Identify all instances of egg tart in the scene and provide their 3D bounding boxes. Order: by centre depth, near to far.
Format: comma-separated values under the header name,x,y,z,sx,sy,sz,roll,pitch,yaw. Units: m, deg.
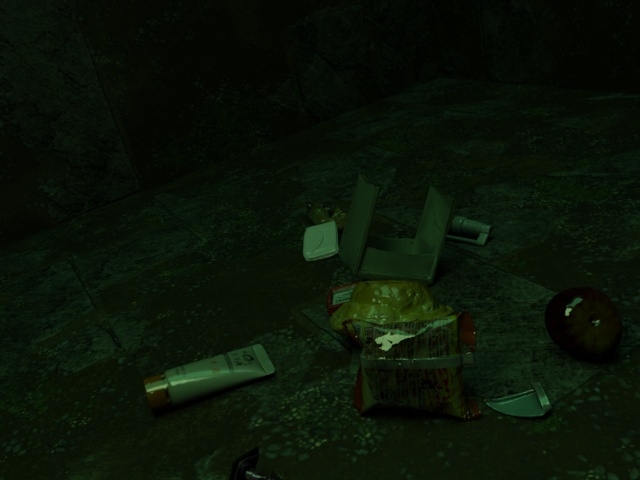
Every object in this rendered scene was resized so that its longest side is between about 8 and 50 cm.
name,x,y,z,sx,sy,sz,roll,pitch,yaw
egg tart,0.174,0.160,1.494,0.318,0.128,0.319,-2,1,0

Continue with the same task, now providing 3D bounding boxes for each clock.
name,x,y,z,sx,sy,sz,roll,pitch,yaw
clock,0.095,0.165,1.708,0.155,0.061,0.113,-13,23,11

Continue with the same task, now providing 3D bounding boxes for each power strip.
name,x,y,z,sx,sy,sz,roll,pitch,yaw
power strip,0.100,0.295,1.484,0.050,0.019,0.136,-6,26,13

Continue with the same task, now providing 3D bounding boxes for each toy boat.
name,x,y,z,sx,sy,sz,roll,pitch,yaw
toy boat,0.401,0.335,1.246,0.122,0.034,0.096,-20,25,9

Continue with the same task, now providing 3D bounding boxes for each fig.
name,x,y,z,sx,sy,sz,roll,pitch,yaw
fig,0.559,0.175,1.349,0.148,0.149,0.202,-43,24,-21

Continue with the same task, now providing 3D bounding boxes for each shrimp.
name,x,y,z,sx,sy,sz,roll,pitch,yaw
shrimp,0.023,-0.097,2.276,0.145,0.061,0.267,-23,28,-20

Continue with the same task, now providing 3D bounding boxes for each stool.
name,x,y,z,sx,sy,sz,roll,pitch,yaw
stool,0.210,-0.031,1.727,0.243,0.270,0.170,8,18,-18

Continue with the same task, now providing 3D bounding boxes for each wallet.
name,x,y,z,sx,sy,sz,roll,pitch,yaw
wallet,0.000,0.000,2.091,0.124,0.032,0.183,-13,34,9

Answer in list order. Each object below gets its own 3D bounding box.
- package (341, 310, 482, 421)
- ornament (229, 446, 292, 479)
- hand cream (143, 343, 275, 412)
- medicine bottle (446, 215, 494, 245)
name,x,y,z,sx,sy,sz,roll,pitch,yaw
package,0.186,0.269,1.287,0.288,0.224,0.108,-6,-3,22
ornament,-0.068,0.472,1.160,0.203,0.088,0.081,12,10,22
hand cream,-0.273,0.342,1.518,0.314,0.089,0.139,-15,26,-20
medicine bottle,0.440,-0.035,1.948,0.220,0.061,0.092,12,60,43
